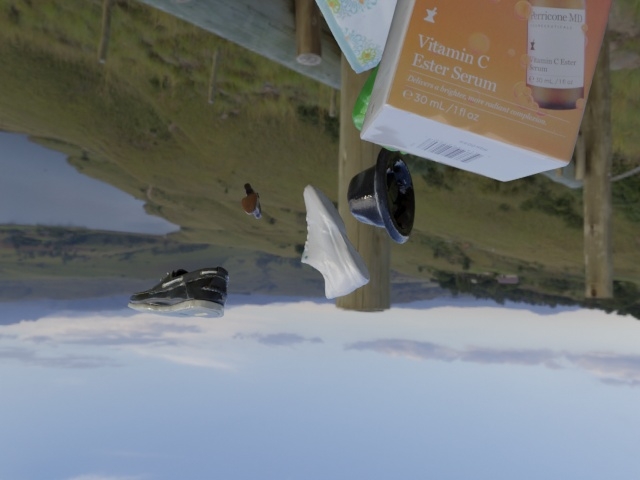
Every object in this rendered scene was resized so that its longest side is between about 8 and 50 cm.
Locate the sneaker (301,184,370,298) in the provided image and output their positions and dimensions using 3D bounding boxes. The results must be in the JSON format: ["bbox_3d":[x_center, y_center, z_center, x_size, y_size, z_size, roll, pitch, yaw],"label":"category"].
[{"bbox_3d":[0.000,0.000,0.827,0.094,0.212,0.080,-33,153,18],"label":"sneaker"}]

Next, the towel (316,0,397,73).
[{"bbox_3d":[0.164,-0.649,1.254,0.321,0.090,0.374,-14,142,25],"label":"towel"}]

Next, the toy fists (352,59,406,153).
[{"bbox_3d":[0.154,-0.188,0.647,0.279,0.096,0.142,-17,155,-47],"label":"toy fists"}]

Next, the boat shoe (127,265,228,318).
[{"bbox_3d":[-0.240,0.090,0.802,0.233,0.079,0.084,-10,157,38],"label":"boat shoe"}]

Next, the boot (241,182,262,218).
[{"bbox_3d":[-0.169,-0.086,1.206,0.042,0.118,0.087,-13,140,4],"label":"boot"}]

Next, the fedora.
[{"bbox_3d":[0.180,-0.134,1.466,0.153,0.334,0.334,-8,171,27],"label":"fedora"}]

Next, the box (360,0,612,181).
[{"bbox_3d":[0.117,-0.145,0.343,0.130,0.170,0.091,15,179,-5],"label":"box"}]
